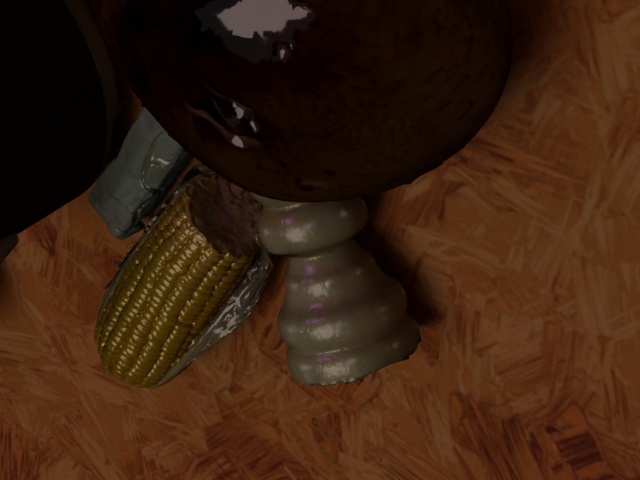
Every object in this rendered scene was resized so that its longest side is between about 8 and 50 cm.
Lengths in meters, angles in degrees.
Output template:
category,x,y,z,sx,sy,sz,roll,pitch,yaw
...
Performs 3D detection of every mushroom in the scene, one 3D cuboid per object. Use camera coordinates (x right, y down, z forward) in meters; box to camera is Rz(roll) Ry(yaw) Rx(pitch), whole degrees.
category,x,y,z,sx,sy,sz,roll,pitch,yaw
mushroom,-0.024,-0.209,1.156,0.334,0.356,0.331,26,137,-38

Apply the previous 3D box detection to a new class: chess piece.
category,x,y,z,sx,sy,sz,roll,pitch,yaw
chess piece,0.000,0.000,1.342,0.133,0.133,0.243,-5,107,42

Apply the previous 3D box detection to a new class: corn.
category,x,y,z,sx,sy,sz,roll,pitch,yaw
corn,-0.146,0.042,1.498,0.305,0.122,0.123,-50,39,44

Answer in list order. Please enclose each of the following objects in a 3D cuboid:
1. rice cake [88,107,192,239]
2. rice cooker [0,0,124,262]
category,x,y,z,sx,sy,sz,roll,pitch,yaw
rice cake,-0.151,-0.110,1.428,0.066,0.063,0.336,50,139,11
rice cooker,-0.405,-0.121,1.439,0.335,0.325,0.335,21,129,28
